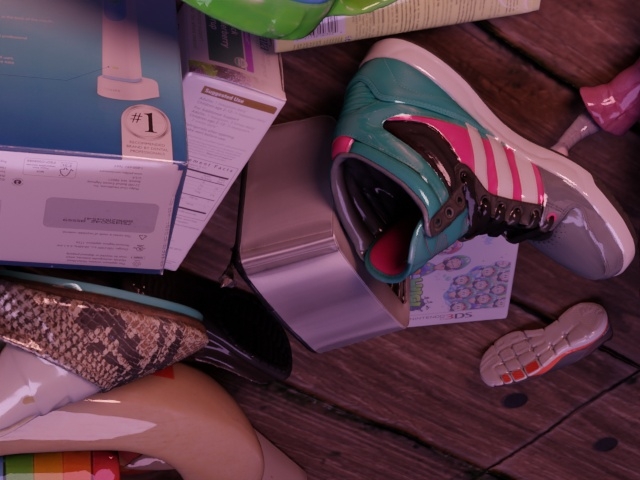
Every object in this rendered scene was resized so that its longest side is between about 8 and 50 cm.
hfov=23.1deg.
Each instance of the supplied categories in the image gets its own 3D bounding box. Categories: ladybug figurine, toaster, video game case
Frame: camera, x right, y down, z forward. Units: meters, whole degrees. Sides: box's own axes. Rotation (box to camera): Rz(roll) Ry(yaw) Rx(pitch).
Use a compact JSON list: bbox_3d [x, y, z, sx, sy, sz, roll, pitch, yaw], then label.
[{"bbox_3d":[-0.286,0.208,1.634,0.449,0.162,0.305,2,139,-13],"label":"ladybug figurine"},{"bbox_3d":[0.000,0.000,1.431,0.110,0.185,0.168,-16,139,23],"label":"toaster"},{"bbox_3d":[0.130,0.033,1.618,0.143,0.019,0.157,-5,139,-5],"label":"video game case"}]

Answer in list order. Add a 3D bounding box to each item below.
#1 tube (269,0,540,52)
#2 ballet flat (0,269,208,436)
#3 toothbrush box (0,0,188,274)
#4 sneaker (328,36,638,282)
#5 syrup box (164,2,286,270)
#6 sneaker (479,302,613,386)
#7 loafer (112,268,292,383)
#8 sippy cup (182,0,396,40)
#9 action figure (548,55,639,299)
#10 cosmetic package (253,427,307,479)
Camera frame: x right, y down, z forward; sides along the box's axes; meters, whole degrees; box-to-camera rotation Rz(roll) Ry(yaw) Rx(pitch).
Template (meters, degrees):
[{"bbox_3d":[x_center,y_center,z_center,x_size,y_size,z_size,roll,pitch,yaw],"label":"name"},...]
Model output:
[{"bbox_3d":[0.073,-0.205,1.314,0.240,0.070,0.062,-9,101,-4],"label":"tube"},{"bbox_3d":[-0.344,0.074,1.409,0.483,0.182,0.164,23,163,-19],"label":"ballet flat"},{"bbox_3d":[-0.220,-0.129,1.162,0.216,0.295,0.126,3,139,-15],"label":"toothbrush box"},{"bbox_3d":[0.123,-0.021,1.325,0.295,0.178,0.124,37,150,-6],"label":"sneaker"},{"bbox_3d":[-0.124,-0.087,1.379,0.096,0.093,0.237,14,134,-24],"label":"syrup box"},{"bbox_3d":[0.252,0.126,1.718,0.158,0.061,0.065,-25,143,19],"label":"sneaker"},{"bbox_3d":[-0.125,0.087,1.599,0.220,0.080,0.078,31,130,-25],"label":"loafer"},{"bbox_3d":[-0.033,-0.296,1.078,0.224,0.240,0.305,-49,157,25],"label":"sippy cup"},{"bbox_3d":[0.363,-0.080,1.403,0.276,0.248,0.370,-28,120,-29],"label":"action figure"},{"bbox_3d":[-0.194,0.385,1.829,0.365,0.197,0.155,-26,136,17],"label":"cosmetic package"}]
